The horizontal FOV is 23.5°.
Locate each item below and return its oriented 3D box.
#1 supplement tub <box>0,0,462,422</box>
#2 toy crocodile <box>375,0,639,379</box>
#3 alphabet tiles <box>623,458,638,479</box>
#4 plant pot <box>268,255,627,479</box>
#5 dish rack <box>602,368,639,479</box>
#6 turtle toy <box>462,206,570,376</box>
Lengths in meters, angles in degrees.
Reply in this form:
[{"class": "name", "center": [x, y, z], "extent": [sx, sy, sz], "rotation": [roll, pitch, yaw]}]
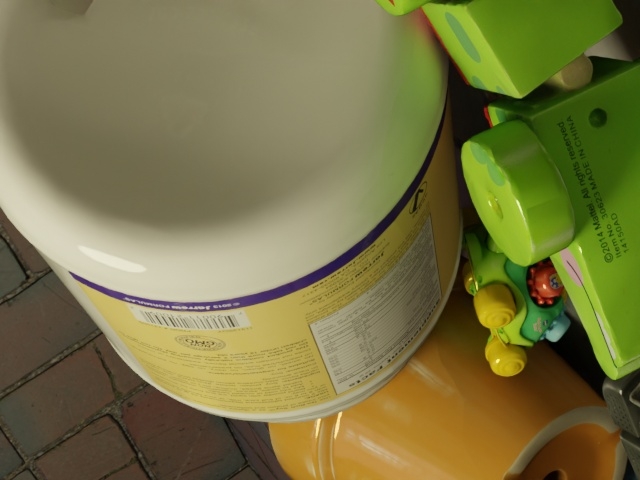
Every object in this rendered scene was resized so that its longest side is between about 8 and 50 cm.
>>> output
[{"class": "supplement tub", "center": [-0.041, -0.035, 0.877], "extent": [0.241, 0.241, 0.331], "rotation": [52, 172, 21]}, {"class": "toy crocodile", "center": [0.093, -0.095, 0.694], "extent": [0.340, 0.115, 0.105], "rotation": [62, 172, -15]}, {"class": "alphabet tiles", "center": [0.108, 0.241, 1.130], "extent": [0.011, 0.285, 0.342], "rotation": [36, 177, -25]}, {"class": "plant pot", "center": [0.100, 0.128, 1.060], "extent": [0.188, 0.205, 0.205], "rotation": [31, 153, 45]}, {"class": "dish rack", "center": [0.266, 0.169, 0.812], "extent": [0.271, 0.074, 0.208], "rotation": [34, 156, 57]}, {"class": "turtle toy", "center": [0.123, 0.017, 0.967], "extent": [0.130, 0.066, 0.095], "rotation": [72, -176, -46]}]
